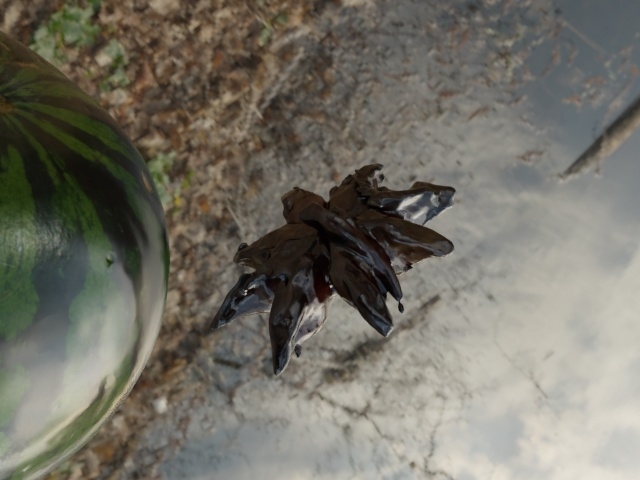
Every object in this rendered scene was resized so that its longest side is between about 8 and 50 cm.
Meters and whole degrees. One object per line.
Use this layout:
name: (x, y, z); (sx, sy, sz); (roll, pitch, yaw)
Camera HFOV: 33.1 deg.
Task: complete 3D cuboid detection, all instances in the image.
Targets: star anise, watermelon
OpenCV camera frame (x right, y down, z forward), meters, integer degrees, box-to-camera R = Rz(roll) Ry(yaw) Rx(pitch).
star anise: (0.000, 0.000, 1.009); (0.272, 0.272, 0.102); (-32, 126, -3)
watermelon: (-0.233, 0.013, 0.590); (0.285, 0.285, 0.285); (-18, 136, -18)
